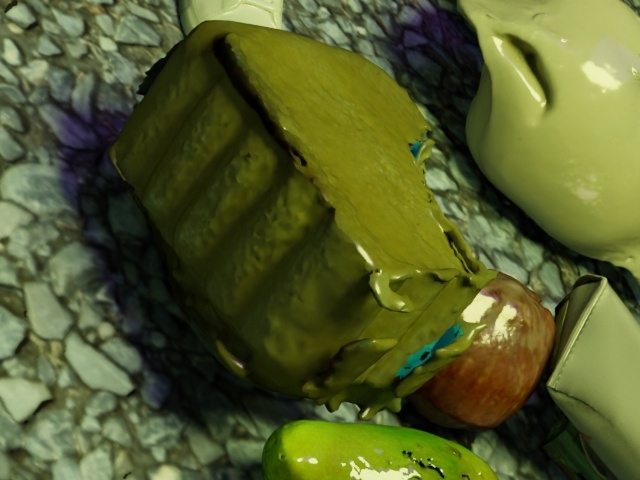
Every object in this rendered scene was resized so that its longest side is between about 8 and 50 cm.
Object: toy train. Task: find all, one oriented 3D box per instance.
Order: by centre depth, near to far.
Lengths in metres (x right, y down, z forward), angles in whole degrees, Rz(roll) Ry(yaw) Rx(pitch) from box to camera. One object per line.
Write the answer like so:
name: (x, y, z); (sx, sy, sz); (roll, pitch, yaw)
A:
toy train: (0.266, 0.217, 1.411); (0.148, 0.038, 0.071); (47, 40, -2)

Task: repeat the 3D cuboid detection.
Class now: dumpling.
dumpling: (0.290, -0.141, 1.601); (0.395, 0.233, 0.315); (51, 39, -16)

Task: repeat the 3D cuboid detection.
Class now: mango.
mango: (0.051, 0.193, 1.154); (0.233, 0.125, 0.111); (24, 80, -40)

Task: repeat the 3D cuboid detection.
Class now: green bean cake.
green bean cake: (0.000, 0.000, 1.207); (0.285, 0.202, 0.310); (11, 39, -50)

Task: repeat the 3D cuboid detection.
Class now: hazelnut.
hazelnut: (0.125, 0.087, 1.309); (0.154, 0.143, 0.143); (28, 42, -25)

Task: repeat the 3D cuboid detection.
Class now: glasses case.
glasses case: (0.288, 0.175, 1.360); (0.308, 0.083, 0.128); (50, 56, -20)

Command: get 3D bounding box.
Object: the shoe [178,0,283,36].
shoe: (-0.072, -0.263, 1.448); (0.095, 0.110, 0.265); (17, 45, -36)

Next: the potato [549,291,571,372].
potato: (0.250, 0.117, 1.461); (0.096, 0.066, 0.103); (32, 43, 4)
